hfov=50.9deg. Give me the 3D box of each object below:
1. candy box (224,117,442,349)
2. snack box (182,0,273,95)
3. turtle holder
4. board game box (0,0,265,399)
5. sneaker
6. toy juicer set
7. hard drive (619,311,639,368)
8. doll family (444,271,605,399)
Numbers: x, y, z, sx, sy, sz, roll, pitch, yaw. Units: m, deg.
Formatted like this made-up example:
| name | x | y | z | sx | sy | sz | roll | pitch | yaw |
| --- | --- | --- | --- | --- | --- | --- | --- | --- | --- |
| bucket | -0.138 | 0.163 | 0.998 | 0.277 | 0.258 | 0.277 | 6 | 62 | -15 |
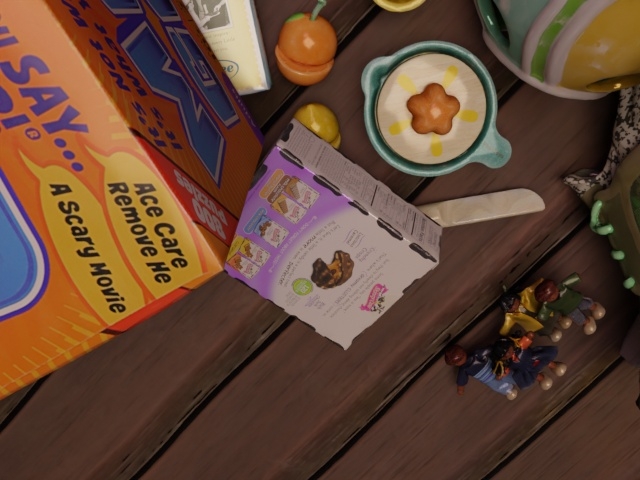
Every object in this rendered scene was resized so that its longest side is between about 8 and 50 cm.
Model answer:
| name | x | y | z | sx | sy | sz | roll | pitch | yaw |
| --- | --- | --- | --- | --- | --- | --- | --- | --- | --- |
| candy box | 0.000 | 0.000 | 0.702 | 0.196 | 0.070 | 0.165 | 35 | 124 | -10 |
| snack box | -0.223 | -0.212 | 0.668 | 0.321 | 0.060 | 0.187 | -11 | 108 | 2 |
| turtle holder | 0.266 | -0.230 | 0.561 | 0.320 | 0.243 | 0.227 | 43 | 135 | 23 |
| board game box | -0.290 | -0.100 | 0.482 | 0.356 | 0.356 | 0.356 | -29 | 107 | 8 |
| sneaker | 0.347 | -0.026 | 0.699 | 0.158 | 0.182 | 0.410 | -5 | 103 | -46 |
| toy juicer set | 0.079 | -0.114 | 0.688 | 0.209 | 0.089 | 0.329 | -30 | 105 | 7 |
| hard drive | 0.564 | 0.098 | 0.781 | 0.353 | 0.047 | 0.233 | 20 | 104 | -7 |
| doll family | 0.223 | 0.110 | 0.761 | 0.111 | 0.076 | 0.193 | 25 | 100 | -28 |
